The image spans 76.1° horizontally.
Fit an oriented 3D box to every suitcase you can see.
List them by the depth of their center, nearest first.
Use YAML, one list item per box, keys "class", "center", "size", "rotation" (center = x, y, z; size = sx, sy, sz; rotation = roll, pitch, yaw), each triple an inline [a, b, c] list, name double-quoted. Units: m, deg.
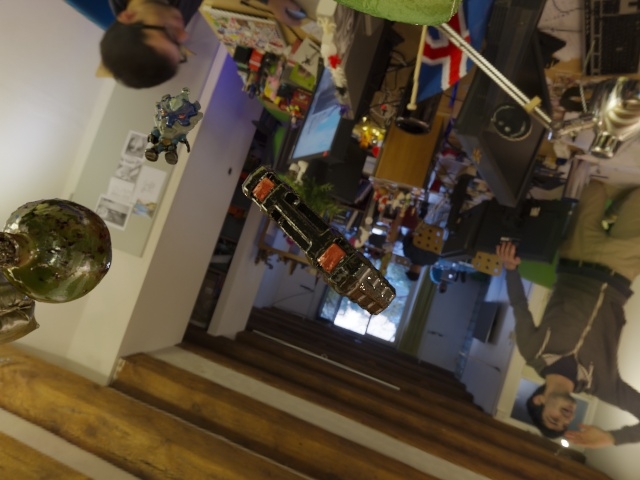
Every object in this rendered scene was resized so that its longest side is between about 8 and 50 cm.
- class: "suitcase"
  center: [0.000, 0.000, 0.710]
  size: [0.285, 0.066, 0.206]
  rotation: [45, -178, 30]

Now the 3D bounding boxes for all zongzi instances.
- class: "zongzi"
  center: [-0.473, 0.044, 0.570]
  size: [0.094, 0.204, 0.205]
  rotation: [-22, 179, -38]

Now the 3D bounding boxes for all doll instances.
- class: "doll"
  center: [-0.288, -0.233, 0.806]
  size: [0.096, 0.195, 0.070]
  rotation: [11, 149, -9]

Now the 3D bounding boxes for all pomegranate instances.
- class: "pomegranate"
  center: [-0.310, 0.010, 0.481]
  size: [0.130, 0.130, 0.130]
  rotation: [18, 176, 1]

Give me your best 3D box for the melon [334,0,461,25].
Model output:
- class: "melon"
  center: [0.053, -0.469, 0.489]
  size: [0.343, 0.331, 0.226]
  rotation: [21, -167, 8]
